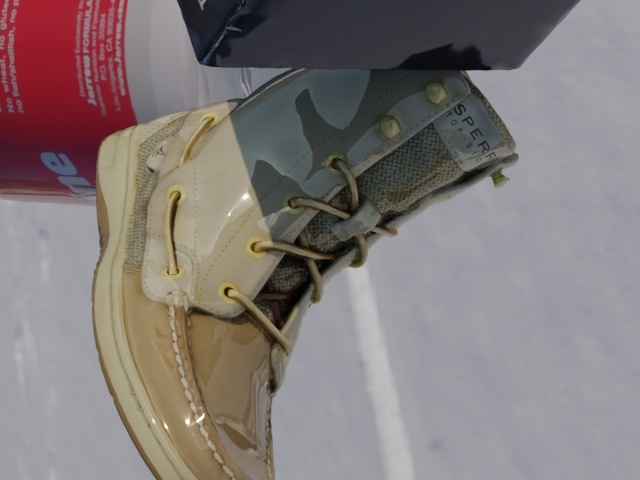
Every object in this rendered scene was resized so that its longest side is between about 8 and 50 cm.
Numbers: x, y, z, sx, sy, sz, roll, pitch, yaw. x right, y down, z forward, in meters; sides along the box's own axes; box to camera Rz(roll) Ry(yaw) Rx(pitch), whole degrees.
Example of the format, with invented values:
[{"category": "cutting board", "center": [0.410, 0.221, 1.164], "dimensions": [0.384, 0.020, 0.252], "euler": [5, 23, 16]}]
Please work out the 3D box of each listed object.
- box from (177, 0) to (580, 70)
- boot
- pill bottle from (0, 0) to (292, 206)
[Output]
[{"category": "box", "center": [0.038, -0.296, 0.636], "dimensions": [0.312, 0.179, 0.343], "euler": [-47, 55, 47]}, {"category": "boot", "center": [0.000, 0.000, 0.737], "dimensions": [0.095, 0.203, 0.262], "euler": [55, -165, -39]}, {"category": "pill bottle", "center": [-0.167, -0.138, 1.148], "dimensions": [0.408, 0.229, 0.229], "euler": [5, 102, 39]}]
